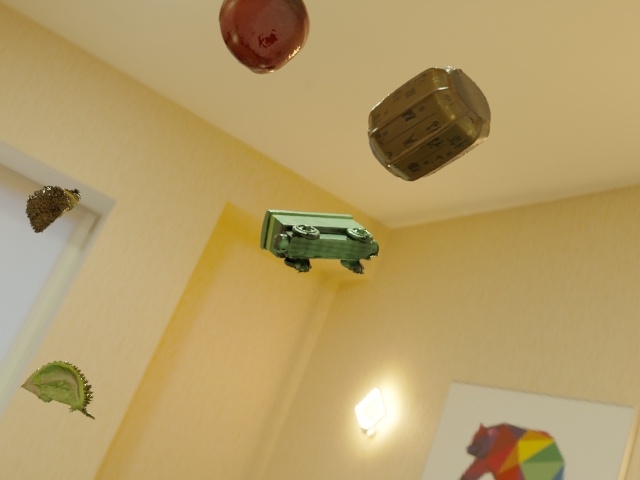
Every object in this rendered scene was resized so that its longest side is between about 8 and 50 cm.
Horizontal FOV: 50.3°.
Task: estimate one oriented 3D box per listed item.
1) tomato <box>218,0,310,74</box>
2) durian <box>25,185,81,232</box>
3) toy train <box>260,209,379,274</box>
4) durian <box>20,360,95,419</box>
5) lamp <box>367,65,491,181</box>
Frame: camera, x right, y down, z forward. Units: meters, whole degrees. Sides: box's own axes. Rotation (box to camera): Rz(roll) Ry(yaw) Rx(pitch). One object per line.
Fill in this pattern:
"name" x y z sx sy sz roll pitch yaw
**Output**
"tomato" -0.107 -0.497 1.524 0.140 0.233 0.200 -18 -59 41
"durian" -0.521 -0.068 1.303 0.071 0.110 0.140 50 -31 -13
"toy train" 0.000 0.000 1.775 0.301 0.120 0.202 2 19 -28
"durian" -0.584 0.343 1.567 0.215 0.100 0.086 14 -40 21
"lamp" 0.179 -0.194 1.142 0.161 0.161 0.185 32 -48 -28
